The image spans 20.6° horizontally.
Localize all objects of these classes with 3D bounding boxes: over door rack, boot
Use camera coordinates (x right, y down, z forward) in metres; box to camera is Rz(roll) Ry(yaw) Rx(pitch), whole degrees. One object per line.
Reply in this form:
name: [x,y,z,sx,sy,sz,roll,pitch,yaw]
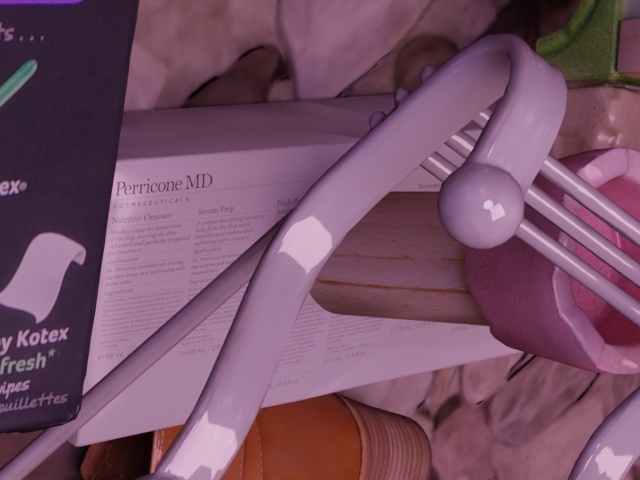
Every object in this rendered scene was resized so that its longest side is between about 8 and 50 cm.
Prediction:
over door rack: [0.023,0.110,0.502,0.239,0.324,0.108,35,43,-23]
boot: [-0.042,0.147,0.678,0.152,0.073,0.197,13,90,-46]

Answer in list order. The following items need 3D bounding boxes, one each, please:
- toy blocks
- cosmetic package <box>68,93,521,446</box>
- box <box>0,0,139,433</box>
toy blocks: [0.193,-0.093,0.581,0.309,0.260,0.289,7,86,-43]
cosmetic package: [0.000,0.000,0.645,0.239,0.060,0.099,-7,115,-40]
box: [-0.135,-0.101,0.395,0.143,0.165,0.270,-6,115,-40]
